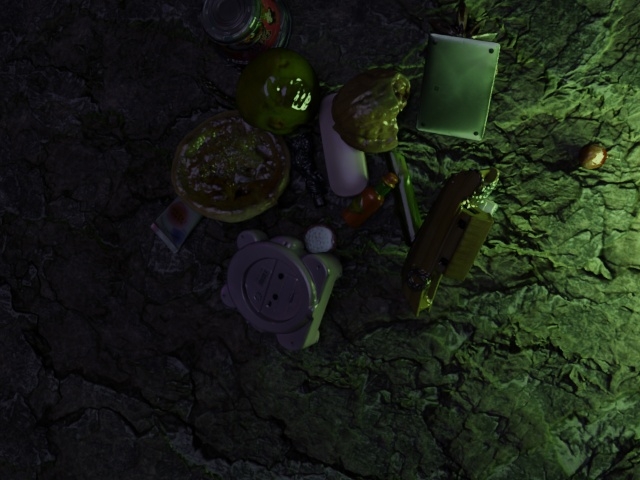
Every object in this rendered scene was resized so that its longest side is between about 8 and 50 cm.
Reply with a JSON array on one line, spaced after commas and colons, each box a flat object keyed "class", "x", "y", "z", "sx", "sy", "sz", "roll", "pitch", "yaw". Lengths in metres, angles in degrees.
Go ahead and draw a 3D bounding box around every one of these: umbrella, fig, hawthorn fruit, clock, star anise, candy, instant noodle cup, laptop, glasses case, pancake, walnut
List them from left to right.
[{"class": "pancake", "x": -0.251, "y": -0.216, "z": 1.941, "sx": 0.356, "sy": 0.065, "sz": 0.356, "roll": 1, "pitch": 78, "yaw": -6}, {"class": "instant noodle cup", "x": -0.233, "y": -0.636, "z": 1.933, "sx": 0.258, "sy": 0.181, "sz": 0.302, "roll": -12, "pitch": 86, "yaw": 17}, {"class": "fig", "x": -0.121, "y": -0.431, "z": 1.877, "sx": 0.239, "sy": 0.239, "sz": 0.271, "roll": -18, "pitch": 59, "yaw": 15}, {"class": "clock", "x": -0.121, "y": 0.129, "z": 1.912, "sx": 0.322, "sy": 0.113, "sz": 0.295, "roll": 26, "pitch": 106, "yaw": 24}, {"class": "umbrella", "x": -0.037, "y": -0.199, "z": 1.930, "sx": 0.080, "sy": 0.071, "sz": 0.224, "roll": -20, "pitch": 85, "yaw": 20}, {"class": "candy", "x": 0.000, "y": 0.000, "z": 1.931, "sx": 0.103, "sy": 0.043, "sz": 0.103, "roll": 0, "pitch": 89, "yaw": 14}, {"class": "glasses case", "x": 0.066, "y": -0.270, "z": 1.897, "sx": 0.113, "sy": 0.075, "sz": 0.296, "roll": -9, "pitch": 86, "yaw": 15}, {"class": "walnut", "x": 0.138, "y": -0.364, "z": 1.805, "sx": 0.204, "sy": 0.141, "sz": 0.238, "roll": 15, "pitch": 81, "yaw": -6}, {"class": "laptop", "x": 0.360, "y": -0.403, "z": 1.780, "sx": 0.188, "sy": 0.015, "sz": 0.269, "roll": 13, "pitch": 122, "yaw": 15}, {"class": "star anise", "x": 0.379, "y": -0.521, "z": 1.807, "sx": 0.236, "sy": 0.093, "sz": 0.229, "roll": 29, "pitch": 92, "yaw": 11}, {"class": "hawthorn fruit", "x": 0.713, "y": -0.214, "z": 1.715, "sx": 0.103, "sy": 0.067, "sz": 0.066, "roll": 4, "pitch": 91, "yaw": 14}]

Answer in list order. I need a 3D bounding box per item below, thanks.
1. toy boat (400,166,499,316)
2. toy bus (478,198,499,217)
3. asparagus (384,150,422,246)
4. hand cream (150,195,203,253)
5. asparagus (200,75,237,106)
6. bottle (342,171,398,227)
[{"class": "toy boat", "x": 0.341, "y": 0.006, "z": 1.743, "sx": 0.162, "sy": 0.136, "sz": 0.445, "roll": 38, "pitch": 121, "yaw": 27}, {"class": "toy bus", "x": 0.409, "y": -0.099, "z": 1.796, "sx": 0.123, "sy": 0.075, "sz": 0.060, "roll": 28, "pitch": 97, "yaw": 14}, {"class": "asparagus", "x": 0.234, "y": -0.118, "z": 1.858, "sx": 0.067, "sy": 0.060, "sz": 0.277, "roll": -14, "pitch": 85, "yaw": 33}, {"class": "hand cream", "x": -0.384, "y": -0.119, "z": 2.035, "sx": 0.124, "sy": 0.078, "sz": 0.340, "roll": 46, "pitch": 106, "yaw": 11}, {"class": "asparagus", "x": -0.275, "y": -0.433, "z": 2.023, "sx": 0.236, "sy": 0.027, "sz": 0.034, "roll": 32, "pitch": 93, "yaw": 15}, {"class": "bottle", "x": 0.141, "y": -0.116, "z": 1.857, "sx": 0.187, "sy": 0.069, "sz": 0.069, "roll": -45, "pitch": 78, "yaw": 25}]
